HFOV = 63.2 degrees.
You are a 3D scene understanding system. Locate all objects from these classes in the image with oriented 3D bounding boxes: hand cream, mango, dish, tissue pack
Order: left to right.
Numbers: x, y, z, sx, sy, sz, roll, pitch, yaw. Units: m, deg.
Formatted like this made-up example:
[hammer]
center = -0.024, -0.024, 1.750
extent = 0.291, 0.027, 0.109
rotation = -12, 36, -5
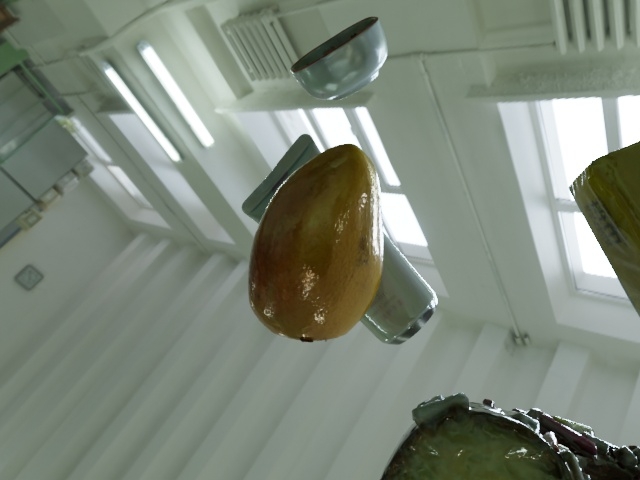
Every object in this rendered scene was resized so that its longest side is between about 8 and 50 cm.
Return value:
[mango]
center = 0.000, 0.000, 0.689
extent = 0.187, 0.257, 0.138
rotation = 1, -160, -14
[hand cream]
center = 0.036, 0.010, 0.865
extent = 0.185, 0.359, 0.118
rotation = -46, 174, 26
[dish]
center = 0.056, -0.421, 1.248
extent = 0.256, 0.117, 0.256
rotation = -28, -156, 14
[tissue pack]
center = 0.492, -0.014, 0.696
extent = 0.192, 0.134, 0.271
rotation = -25, -103, 0

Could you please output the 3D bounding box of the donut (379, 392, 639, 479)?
[donut]
center = 0.216, 0.201, 0.307
extent = 0.344, 0.259, 0.136
rotation = 15, -97, 40
